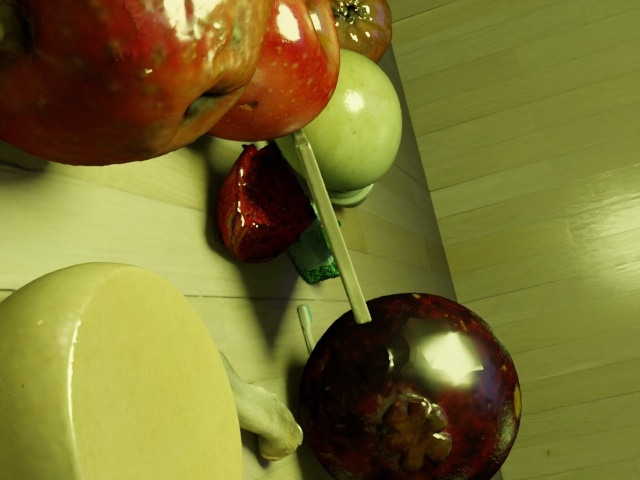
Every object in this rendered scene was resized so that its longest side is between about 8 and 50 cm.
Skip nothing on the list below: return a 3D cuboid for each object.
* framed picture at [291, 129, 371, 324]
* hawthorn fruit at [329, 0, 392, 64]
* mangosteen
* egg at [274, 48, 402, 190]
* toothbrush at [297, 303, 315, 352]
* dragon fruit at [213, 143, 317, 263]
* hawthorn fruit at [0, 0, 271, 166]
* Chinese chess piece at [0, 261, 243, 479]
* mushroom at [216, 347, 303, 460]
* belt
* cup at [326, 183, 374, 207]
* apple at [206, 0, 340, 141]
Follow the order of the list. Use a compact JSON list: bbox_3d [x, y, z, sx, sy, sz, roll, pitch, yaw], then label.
[{"bbox_3d":[0.003,-0.045,1.138,0.324,0.020,0.241,-107,178,-75],"label":"framed picture"},{"bbox_3d":[0.065,-0.455,1.890,0.251,0.199,0.200,94,-15,-76],"label":"hawthorn fruit"},{"bbox_3d":[0.128,0.217,1.195,0.359,0.306,0.306,-53,126,-80],"label":"mangosteen"},{"bbox_3d":[0.034,-0.192,1.418,0.295,0.218,0.219,56,24,-55],"label":"egg"},{"bbox_3d":[0.009,0.225,1.293,0.026,0.022,0.263,-16,90,-63],"label":"toothbrush"},{"bbox_3d":[-0.098,-0.041,1.081,0.161,0.127,0.121,-12,63,-54],"label":"dragon fruit"},{"bbox_3d":[-0.170,-0.184,0.650,0.261,0.258,0.258,18,56,-54],"label":"hawthorn fruit"},{"bbox_3d":[-0.156,0.150,0.633,0.273,0.102,0.273,-16,90,-73],"label":"Chinese chess piece"},{"bbox_3d":[-0.085,0.188,0.956,0.202,0.054,0.059,52,21,-43],"label":"mushroom"},{"bbox_3d":[0.000,0.000,1.372,0.151,0.079,0.121,51,28,-54],"label":"belt"},{"bbox_3d":[0.051,-0.118,1.623,0.141,0.120,0.120,45,32,-79],"label":"cup"},{"bbox_3d":[-0.096,-0.243,1.012,0.260,0.216,0.261,-14,90,-75],"label":"apple"}]
